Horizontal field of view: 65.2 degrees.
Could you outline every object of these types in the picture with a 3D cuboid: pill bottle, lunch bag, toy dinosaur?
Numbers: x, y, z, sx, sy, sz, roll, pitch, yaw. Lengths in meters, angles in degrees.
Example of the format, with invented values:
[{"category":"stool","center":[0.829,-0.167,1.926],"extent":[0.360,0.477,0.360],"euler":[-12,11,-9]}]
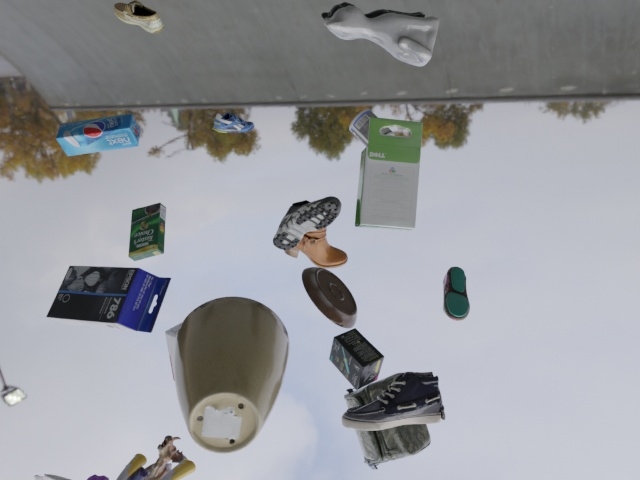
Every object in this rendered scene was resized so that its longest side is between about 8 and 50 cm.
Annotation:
[{"category":"pill bottle","center":[0.149,-0.280,1.342],"extent":[0.137,0.078,0.078],"euler":[48,-137,13]},{"category":"lunch bag","center":[0.240,0.688,1.912],"extent":[0.256,0.305,0.213],"euler":[-31,162,35]},{"category":"toy dinosaur","center":[-0.554,0.807,1.740],"extent":[0.127,0.295,0.200],"euler":[39,-130,4]}]

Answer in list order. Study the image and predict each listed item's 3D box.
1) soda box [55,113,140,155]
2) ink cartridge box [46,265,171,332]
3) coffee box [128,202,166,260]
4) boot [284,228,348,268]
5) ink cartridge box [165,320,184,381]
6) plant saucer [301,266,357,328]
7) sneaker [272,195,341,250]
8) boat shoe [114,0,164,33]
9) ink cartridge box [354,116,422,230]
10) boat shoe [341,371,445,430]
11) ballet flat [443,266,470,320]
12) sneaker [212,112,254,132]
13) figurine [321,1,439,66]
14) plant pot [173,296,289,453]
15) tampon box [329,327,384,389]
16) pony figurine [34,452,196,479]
[{"category":"soda box","center":[-0.633,-0.302,1.434],"extent":[0.210,0.071,0.067],"euler":[-9,-128,0]},{"category":"ink cartridge box","center":[-0.579,0.155,1.366],"extent":[0.333,0.065,0.165],"euler":[0,-120,22]},{"category":"coffee box","center":[-0.570,-0.030,1.652],"extent":[0.113,0.040,0.184],"euler":[-13,-119,12]},{"category":"boot","center":[0.000,0.000,1.409],"extent":[0.197,0.152,0.072],"euler":[11,-134,-10]},{"category":"ink cartridge box","center":[-0.326,0.304,1.494],"extent":[0.100,0.171,0.237],"euler":[12,-155,35]},{"category":"plant saucer","center":[0.051,0.221,2.056],"extent":[0.050,0.310,0.310],"euler":[-42,-171,21]},{"category":"sneaker","center":[-0.036,-0.067,1.264],"extent":[0.234,0.078,0.106],"euler":[-33,-143,41]},{"category":"boat shoe","center":[-0.402,-0.502,1.103],"extent":[0.135,0.045,0.050],"euler":[26,-122,16]},{"category":"ink cartridge box","center":[0.133,-0.126,0.978],"extent":[0.109,0.209,0.062],"euler":[5,179,-5]},{"category":"boat shoe","center":[0.232,0.511,1.625],"extent":[0.341,0.158,0.127],"euler":[-3,180,-11]},{"category":"ballet flat","center":[0.379,0.166,1.428],"extent":[0.077,0.079,0.221],"euler":[19,-141,-1]},{"category":"sneaker","center":[-0.272,-0.375,1.590],"extent":[0.144,0.059,0.053],"euler":[-12,-152,-41]},{"category":"figurine","center":[0.105,-0.413,0.979],"extent":[0.210,0.092,0.215],"euler":[10,-153,-5]},{"category":"plant pot","center":[-0.183,0.283,1.001],"extent":[0.257,0.256,0.274],"euler":[-7,-163,-4]},{"category":"tampon box","center":[0.124,0.409,1.739],"extent":[0.102,0.120,0.161],"euler":[-16,-138,-34]},{"category":"pony figurine","center":[-0.572,0.742,1.377],"extent":[0.351,0.302,0.363],"euler":[-3,-169,22]}]
